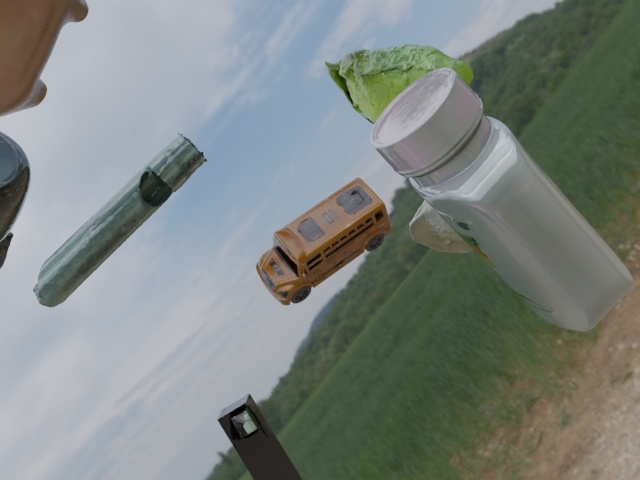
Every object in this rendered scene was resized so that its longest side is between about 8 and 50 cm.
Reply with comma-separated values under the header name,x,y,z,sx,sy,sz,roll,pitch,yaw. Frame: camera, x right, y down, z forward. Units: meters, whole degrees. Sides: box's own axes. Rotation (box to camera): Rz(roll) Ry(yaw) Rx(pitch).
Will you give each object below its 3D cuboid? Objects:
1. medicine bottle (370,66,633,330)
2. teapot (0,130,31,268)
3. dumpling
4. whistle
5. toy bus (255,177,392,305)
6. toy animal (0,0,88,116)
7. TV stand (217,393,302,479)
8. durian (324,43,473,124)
name,x,y,z,sx,sy,sz,roll,pitch,yaw
medicine bottle,0.186,-0.037,0.747,0.111,0.296,0.161,-46,25,1
teapot,-0.668,-0.027,1.277,0.305,0.223,0.285,-53,-7,-47
dumpling,0.262,-0.048,1.188,0.216,0.166,0.126,-47,29,6
whistle,-0.293,-0.029,1.042,0.312,0.062,0.062,-46,-7,-9
toy bus,0.000,0.000,1.003,0.194,0.083,0.088,-35,-31,-11
toy animal,-0.380,-0.302,0.794,0.269,0.237,0.326,21,-92,-74
TV stand,-0.035,0.302,0.846,0.040,0.256,0.049,-31,0,-1
durian,0.116,-0.232,1.084,0.101,0.139,0.250,-39,29,-28
